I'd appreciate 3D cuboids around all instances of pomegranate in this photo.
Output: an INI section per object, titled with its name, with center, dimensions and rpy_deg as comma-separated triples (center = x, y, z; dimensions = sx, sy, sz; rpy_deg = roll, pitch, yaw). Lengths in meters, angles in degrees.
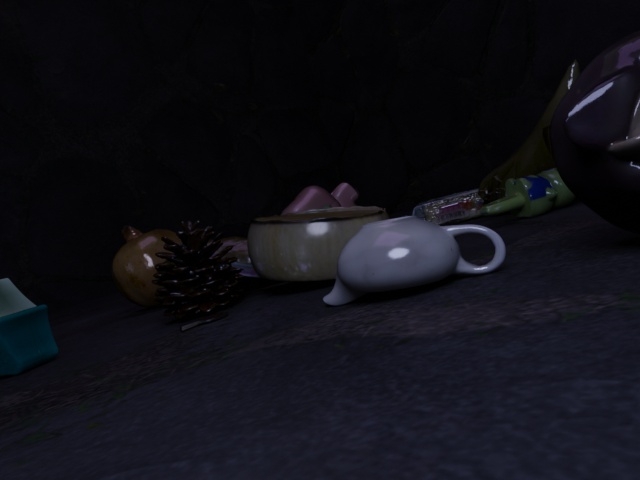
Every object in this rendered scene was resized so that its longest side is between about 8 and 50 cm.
[pomegranate]
center = -0.405, 0.068, 1.292
dimensions = 0.207, 0.207, 0.207
rpy_deg = -15, 3, 1

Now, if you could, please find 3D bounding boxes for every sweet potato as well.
[sweet potato]
center = -0.155, 0.045, 1.134
dimensions = 0.423, 0.130, 0.130
rpy_deg = -9, 4, 12

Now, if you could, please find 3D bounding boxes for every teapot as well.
[teapot]
center = 0.101, 0.017, 0.625
dimensions = 0.226, 0.092, 0.145
rpy_deg = -10, 5, 24

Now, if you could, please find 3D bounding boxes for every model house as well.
[model house]
center = -0.500, 0.152, 0.818
dimensions = 0.127, 0.149, 0.100
rpy_deg = -61, -11, 17

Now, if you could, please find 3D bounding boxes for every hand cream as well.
[hand cream]
center = -0.136, 0.057, 1.024
dimensions = 0.275, 0.050, 0.079
rpy_deg = 6, 37, 19

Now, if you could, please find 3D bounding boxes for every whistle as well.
[whistle]
center = 0.427, -0.093, 1.057
dimensions = 0.228, 0.085, 0.105
rpy_deg = -16, 8, -11

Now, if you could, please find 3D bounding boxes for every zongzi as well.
[zongzi]
center = 0.470, -0.216, 1.174
dimensions = 0.274, 0.299, 0.145
rpy_deg = -13, 23, 30

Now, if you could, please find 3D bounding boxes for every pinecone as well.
[pinecone]
center = -0.218, 0.047, 0.919
dimensions = 0.163, 0.165, 0.163
rpy_deg = -8, 3, 0

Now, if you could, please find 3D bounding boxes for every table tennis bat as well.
[table tennis bat]
center = -0.180, 0.124, 0.804
dimensions = 0.050, 0.007, 0.083
rpy_deg = -12, 2, 44

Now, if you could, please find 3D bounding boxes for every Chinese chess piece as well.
[Chinese chess piece]
center = 0.000, 0.000, 0.922
dimensions = 0.257, 0.104, 0.257
rpy_deg = -5, 8, 1

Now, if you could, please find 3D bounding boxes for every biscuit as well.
[biscuit]
center = 0.376, -0.091, 1.412
dimensions = 0.309, 0.079, 0.186
rpy_deg = -15, 1, 11

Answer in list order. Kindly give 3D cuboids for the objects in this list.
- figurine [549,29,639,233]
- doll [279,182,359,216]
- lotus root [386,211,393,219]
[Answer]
[figurine]
center = 0.331, -0.098, 0.419
dimensions = 0.218, 0.206, 0.365
rpy_deg = -23, 3, 5
[doll]
center = -0.004, -0.019, 1.317
dimensions = 0.268, 0.216, 0.284
rpy_deg = -43, -3, -24
[lotus root]
center = 0.186, -0.055, 1.692
dimensions = 0.089, 0.080, 0.179
rpy_deg = -2, 6, -6
